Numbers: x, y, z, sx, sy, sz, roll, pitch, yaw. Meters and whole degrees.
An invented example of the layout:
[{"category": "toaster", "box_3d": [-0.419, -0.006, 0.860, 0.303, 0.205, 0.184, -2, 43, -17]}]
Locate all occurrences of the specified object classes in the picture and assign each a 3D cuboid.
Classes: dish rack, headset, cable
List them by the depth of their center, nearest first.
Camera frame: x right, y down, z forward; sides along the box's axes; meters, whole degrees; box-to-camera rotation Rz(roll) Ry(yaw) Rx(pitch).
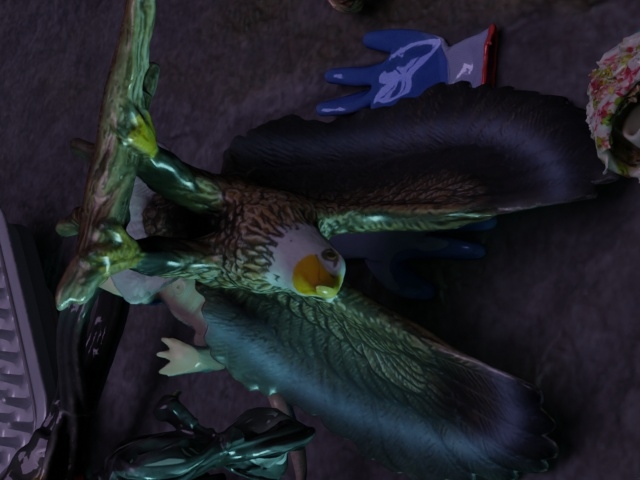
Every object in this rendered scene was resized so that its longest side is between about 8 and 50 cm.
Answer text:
[{"category": "headset", "box_3d": [-0.112, 0.242, 0.817, 0.243, 0.185, 0.394, 56, 132, 31]}, {"category": "cable", "box_3d": [-0.185, 0.158, 0.986, 0.072, 0.139, 0.287, 28, 96, 28]}, {"category": "dish rack", "box_3d": [-0.333, 0.158, 1.173, 0.333, 0.072, 0.286, -44, 50, 29]}]

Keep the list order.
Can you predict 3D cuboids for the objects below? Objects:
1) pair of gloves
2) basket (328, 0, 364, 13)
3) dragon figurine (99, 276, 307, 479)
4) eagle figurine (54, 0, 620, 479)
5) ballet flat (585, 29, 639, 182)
[{"category": "pair of gloves", "box_3d": [0.054, -0.055, 0.866, 0.159, 0.023, 0.198, -8, 72, 45]}, {"category": "basket", "box_3d": [-0.041, -0.343, 0.909, 0.223, 0.213, 0.299, -51, 47, 23]}, {"category": "dragon figurine", "box_3d": [-0.063, 0.044, 0.912, 0.289, 0.144, 0.085, 42, 109, 24]}, {"category": "eagle figurine", "box_3d": [0.002, 0.006, 0.749, 0.225, 0.298, 0.226, -98, 28, -45]}, {"category": "ballet flat", "box_3d": [0.219, -0.096, 0.631, 0.241, 0.091, 0.077, -43, 22, 55]}]
